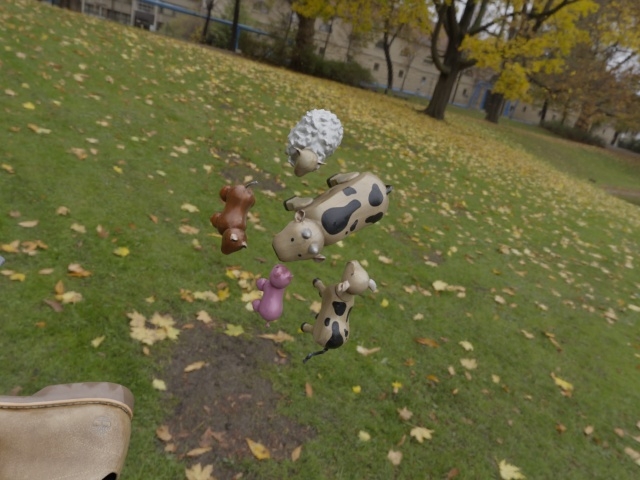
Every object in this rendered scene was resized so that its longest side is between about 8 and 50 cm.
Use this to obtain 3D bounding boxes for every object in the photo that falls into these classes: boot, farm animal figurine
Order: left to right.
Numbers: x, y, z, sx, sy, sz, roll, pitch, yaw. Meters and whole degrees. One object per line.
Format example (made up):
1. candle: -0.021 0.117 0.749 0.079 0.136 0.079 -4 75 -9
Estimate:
1. boot: -0.359 0.230 0.478 0.305 0.112 0.115 -5 44 -12
2. farm animal figurine: 0.000 0.000 0.770 0.330 0.327 0.172 49 -14 -22

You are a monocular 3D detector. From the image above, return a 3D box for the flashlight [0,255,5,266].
1. flashlight: -0.559 -0.024 0.552 0.304 0.103 0.103 52 19 -34
